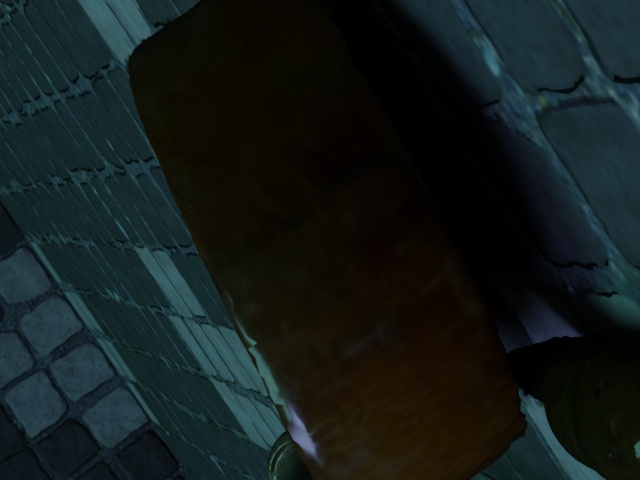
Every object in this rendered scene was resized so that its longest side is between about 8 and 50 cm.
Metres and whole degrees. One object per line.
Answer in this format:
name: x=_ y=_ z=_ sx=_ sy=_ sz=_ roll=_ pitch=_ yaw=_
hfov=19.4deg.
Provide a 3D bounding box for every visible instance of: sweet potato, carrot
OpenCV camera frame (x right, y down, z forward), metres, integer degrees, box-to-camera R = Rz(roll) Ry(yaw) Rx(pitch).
sweet potato: x=0.130 y=0.069 z=0.700 sx=0.067 sy=0.067 sz=0.274 roll=58 pitch=171 yaw=-13
carrot: x=0.000 y=0.000 z=0.879 sx=0.307 sy=0.100 sz=0.258 roll=-115 pitch=1 yaw=-68

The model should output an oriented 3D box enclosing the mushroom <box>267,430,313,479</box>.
mushroom: x=0.014 y=0.224 z=1.491 sx=0.097 sy=0.088 sz=0.212 roll=25 pitch=-175 yaw=-22
